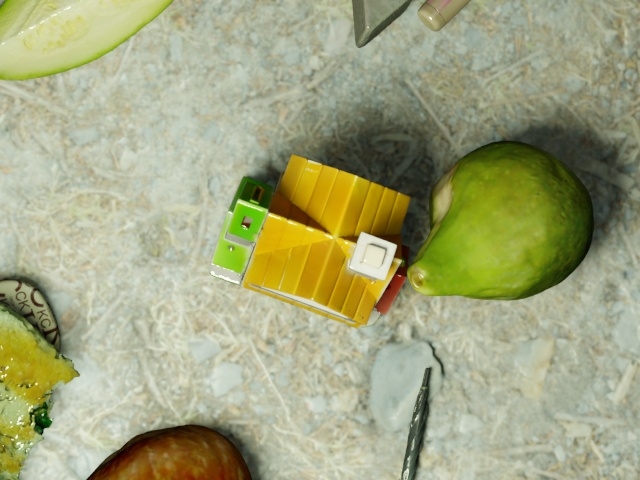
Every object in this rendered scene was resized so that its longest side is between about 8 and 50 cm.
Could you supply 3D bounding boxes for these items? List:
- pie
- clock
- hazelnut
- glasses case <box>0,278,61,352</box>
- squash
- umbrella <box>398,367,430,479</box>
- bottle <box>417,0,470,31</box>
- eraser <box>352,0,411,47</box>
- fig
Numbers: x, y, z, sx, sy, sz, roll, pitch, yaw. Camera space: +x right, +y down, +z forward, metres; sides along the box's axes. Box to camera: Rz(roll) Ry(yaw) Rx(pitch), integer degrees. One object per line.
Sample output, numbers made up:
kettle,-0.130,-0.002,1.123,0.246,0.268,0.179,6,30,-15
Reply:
pie,-0.432,0.252,1.748,0.296,0.078,0.371,10,87,-33
clock,0.000,0.000,1.807,0.235,0.309,0.166,20,84,-3
hazelnut,-0.194,0.324,1.813,0.234,0.218,0.218,-19,87,-7
glasses case,-0.496,0.161,1.856,0.355,0.085,0.137,-23,91,-5
squash,-0.282,-0.285,1.903,0.203,0.111,0.288,26,77,32
umbrella,0.119,0.297,1.926,0.044,0.044,0.269,18,83,-34
bottle,0.174,-0.322,1.987,0.045,0.045,0.096,43,84,0
eraser,0.075,-0.433,1.955,0.077,0.111,0.352,-3,85,-8
fig,0.203,0.004,1.859,0.275,0.206,0.206,-38,89,-37
